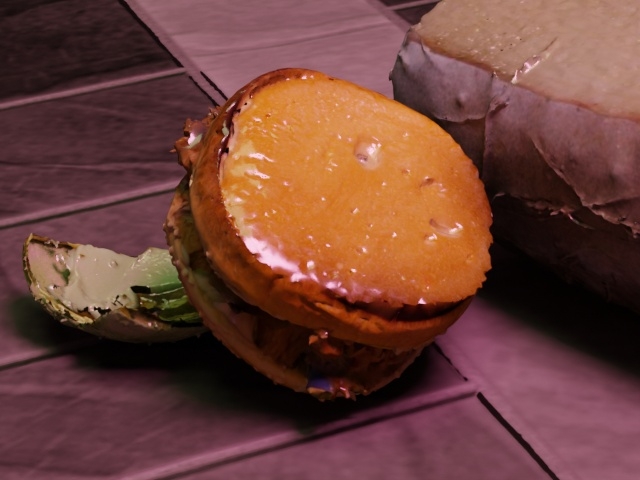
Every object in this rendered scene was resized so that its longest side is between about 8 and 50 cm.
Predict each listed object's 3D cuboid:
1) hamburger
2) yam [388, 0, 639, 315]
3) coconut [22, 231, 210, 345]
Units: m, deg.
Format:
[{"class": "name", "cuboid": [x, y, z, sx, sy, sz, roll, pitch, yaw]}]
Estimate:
[{"class": "hamburger", "cuboid": [-0.004, -0.008, 1.018, 0.191, 0.118, 0.182, 38, 45, -1]}, {"class": "yam", "cuboid": [0.199, -0.055, 1.063, 0.202, 0.201, 0.271, -38, 34, -20]}, {"class": "coconut", "cuboid": [-0.101, 0.027, 1.079, 0.158, 0.055, 0.133, 0, 31, 3]}]
